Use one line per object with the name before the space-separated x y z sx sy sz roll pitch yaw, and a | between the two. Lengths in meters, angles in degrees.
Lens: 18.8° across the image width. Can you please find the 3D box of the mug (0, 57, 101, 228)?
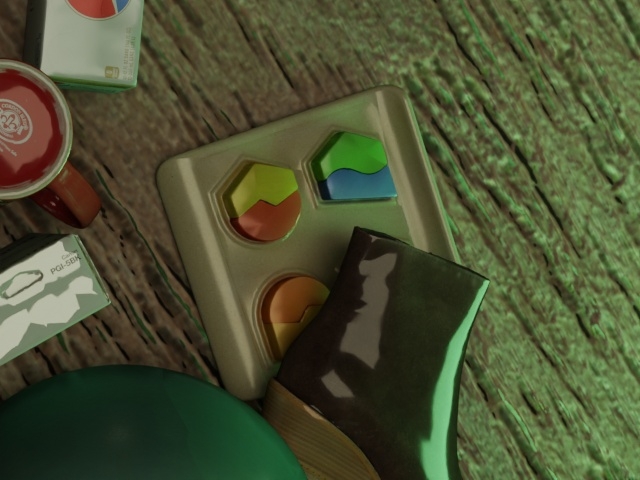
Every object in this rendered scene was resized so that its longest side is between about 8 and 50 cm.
mug | -0.213 -0.070 1.313 0.150 0.169 0.113 6 87 -20

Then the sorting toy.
sorting toy | 0.000 0.000 1.461 0.208 0.038 0.193 -20 97 -19

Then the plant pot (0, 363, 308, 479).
plant pot | -0.130 0.249 1.271 0.293 0.235 0.293 -1 99 -6

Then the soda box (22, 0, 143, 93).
soda box | -0.165 -0.216 1.384 0.074 0.069 0.216 5 89 -20

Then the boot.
boot | 0.084 0.123 1.441 0.248 0.090 0.207 26 92 -24

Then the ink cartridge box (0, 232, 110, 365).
ink cartridge box | -0.213 0.040 1.331 0.099 0.135 0.056 -30 101 -17
